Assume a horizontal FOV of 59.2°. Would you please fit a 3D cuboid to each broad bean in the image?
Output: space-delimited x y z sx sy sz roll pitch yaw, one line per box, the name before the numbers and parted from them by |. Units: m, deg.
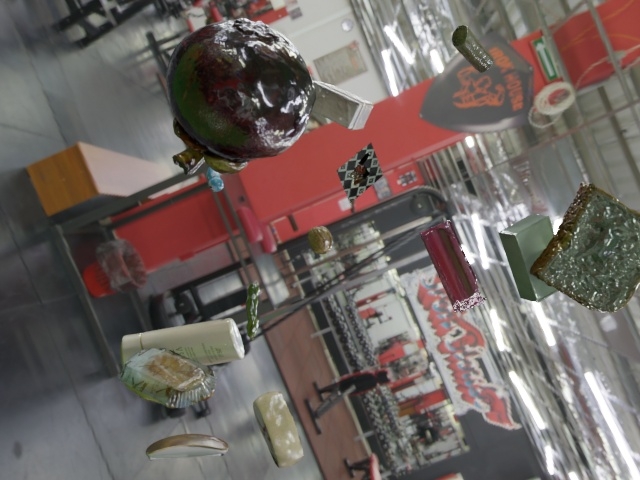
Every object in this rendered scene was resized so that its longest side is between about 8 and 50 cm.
broad bean | -0.252 0.253 2.090 0.053 0.052 0.256 78 4 -47

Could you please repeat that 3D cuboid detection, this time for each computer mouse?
computer mouse | -0.403 0.624 1.714 0.126 0.245 0.056 154 -63 -80

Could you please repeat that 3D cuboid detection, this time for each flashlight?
flashlight | -0.352 -0.208 1.877 0.129 0.051 0.051 -114 179 -52

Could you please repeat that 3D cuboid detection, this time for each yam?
yam | 0.364 -0.455 1.349 0.132 0.054 0.054 28 31 -40

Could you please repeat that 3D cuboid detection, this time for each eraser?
eraser | 0.049 -0.355 1.480 0.144 0.078 0.343 26 15 3

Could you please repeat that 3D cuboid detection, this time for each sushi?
sushi | 0.095 -0.175 1.434 0.026 0.120 0.126 41 -14 41

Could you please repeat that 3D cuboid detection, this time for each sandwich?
sandwich | 0.764 0.033 1.541 0.271 0.301 0.099 29 12 6

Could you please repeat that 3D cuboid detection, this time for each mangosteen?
mangosteen | -0.153 -0.273 1.090 0.297 0.296 0.294 -105 -166 -64

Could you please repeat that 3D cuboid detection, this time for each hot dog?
hot dog | -0.390 0.353 1.431 0.162 0.270 0.082 -30 126 -49

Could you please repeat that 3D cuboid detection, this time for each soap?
soap | 0.365 0.072 1.546 0.250 0.099 0.162 66 9 6

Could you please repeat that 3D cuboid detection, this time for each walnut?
walnut | 0.000 0.000 1.846 0.079 0.082 0.096 10 55 -66

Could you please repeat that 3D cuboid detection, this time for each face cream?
face cream | -0.405 0.309 1.616 0.081 0.348 0.174 -99 180 -46

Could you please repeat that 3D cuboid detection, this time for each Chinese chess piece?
Chinese chess piece | -0.142 0.634 1.898 0.249 0.103 0.250 161 -90 -73

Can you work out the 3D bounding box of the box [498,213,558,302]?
box | 0.631 0.051 1.666 0.225 0.129 0.086 67 -16 -14
